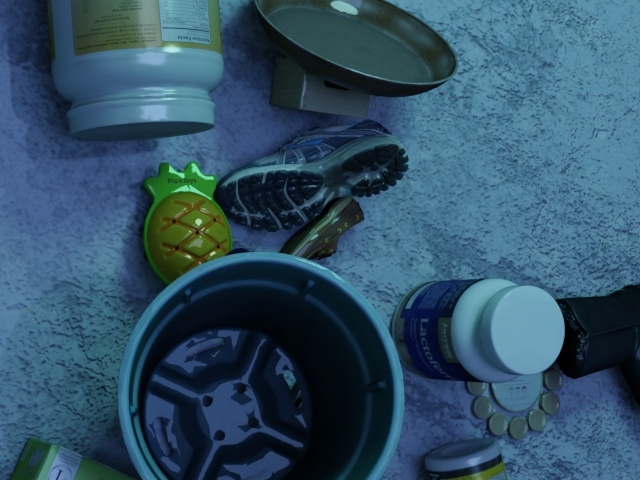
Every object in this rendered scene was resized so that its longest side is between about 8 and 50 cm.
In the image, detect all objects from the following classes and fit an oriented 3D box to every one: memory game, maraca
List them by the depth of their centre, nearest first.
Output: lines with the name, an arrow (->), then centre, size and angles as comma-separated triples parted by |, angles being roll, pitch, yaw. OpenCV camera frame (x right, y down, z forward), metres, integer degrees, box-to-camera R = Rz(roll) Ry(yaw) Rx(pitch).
maraca -> -0.186, -0.020, 1.842 | 0.127, 0.099, 0.186 | -3, 78, -26
memory game -> 0.311, 0.226, 2.120 | 0.186, 0.012, 0.186 | 2, 86, -26

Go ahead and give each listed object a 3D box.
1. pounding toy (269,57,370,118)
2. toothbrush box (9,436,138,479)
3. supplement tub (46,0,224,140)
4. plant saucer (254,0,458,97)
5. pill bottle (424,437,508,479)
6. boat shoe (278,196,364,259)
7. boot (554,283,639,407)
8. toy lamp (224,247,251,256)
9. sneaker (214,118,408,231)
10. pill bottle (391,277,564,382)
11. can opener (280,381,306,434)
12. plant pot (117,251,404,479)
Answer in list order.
pounding toy -> 0.012, -0.237, 1.948 | 0.141, 0.130, 0.100 | 5, 97, -26
toothbrush box -> -0.333, 0.427, 1.725 | 0.206, 0.122, 0.283 | 28, 74, -23
supplement tub -> -0.247, -0.299, 1.757 | 0.228, 0.228, 0.316 | -4, 89, -27
plant saucer -> 0.046, -0.287, 1.905 | 0.310, 0.310, 0.050 | 4, 124, -26
pill bottle -> 0.237, 0.415, 2.011 | 0.119, 0.119, 0.208 | -16, 93, -26
boat shoe -> 0.000, 0.000, 1.951 | 0.178, 0.064, 0.060 | -46, 104, -24
boot -> 0.472, 0.199, 2.148 | 0.207, 0.094, 0.246 | -12, 85, -33
toy lamp -> -0.031, 0.085, 1.886 | 0.274, 0.080, 0.080 | 30, 73, -44
sneaker -> -0.020, -0.102, 1.938 | 0.283, 0.122, 0.110 | -15, 129, -8
pill bottle -> 0.229, 0.131, 1.944 | 0.153, 0.264, 0.153 | 2, 85, -26
can opener -> -0.022, 0.228, 1.938 | 0.059, 0.073, 0.186 | 20, 71, 16
plant pot -> -0.097, 0.210, 1.711 | 0.341, 0.334, 0.341 | 2, 79, -11
